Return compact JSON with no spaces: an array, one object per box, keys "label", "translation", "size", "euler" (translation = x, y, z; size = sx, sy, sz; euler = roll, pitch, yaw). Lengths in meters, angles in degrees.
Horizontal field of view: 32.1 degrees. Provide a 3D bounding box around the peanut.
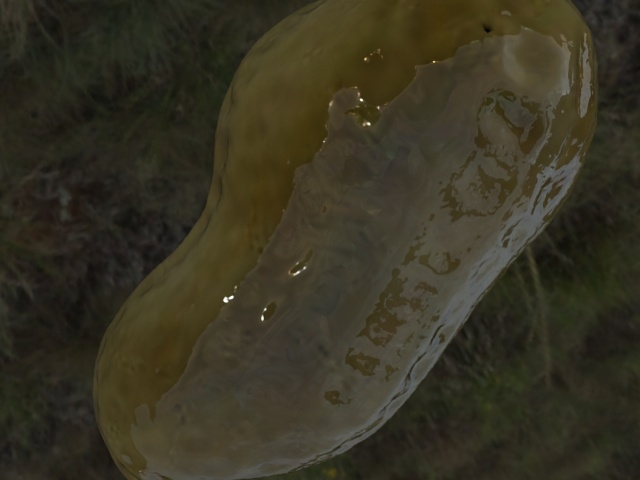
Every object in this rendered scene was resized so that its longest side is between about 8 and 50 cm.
[{"label":"peanut","translation":[0.000,0.000,0.396],"size":[0.120,0.110,0.236],"euler":[36,107,-15]}]
